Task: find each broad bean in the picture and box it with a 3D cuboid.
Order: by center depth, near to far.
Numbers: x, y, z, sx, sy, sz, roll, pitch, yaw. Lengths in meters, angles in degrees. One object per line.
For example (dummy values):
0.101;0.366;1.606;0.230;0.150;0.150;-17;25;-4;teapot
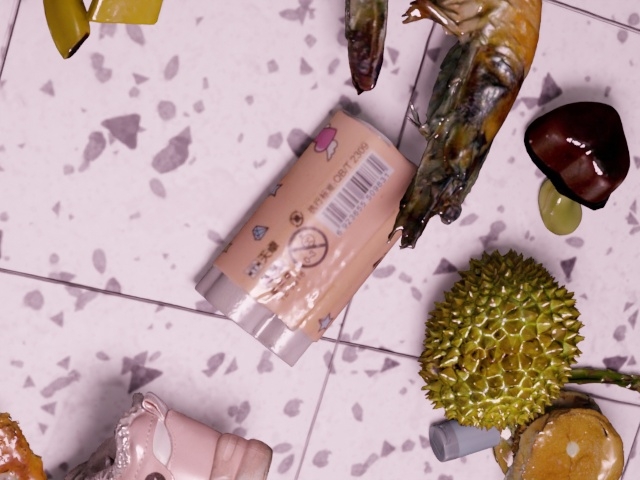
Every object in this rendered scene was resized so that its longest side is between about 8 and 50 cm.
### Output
0.320;-0.044;1.719;0.063;0.045;0.083;-31;119;-24;broad bean

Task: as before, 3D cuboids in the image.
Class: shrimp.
0.131;-0.206;1.537;0.272;0.085;0.445;20;78;-25;shrimp

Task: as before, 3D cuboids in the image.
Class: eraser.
0.000;0.000;1.590;0.171;0.087;0.290;40;86;-22;eraser

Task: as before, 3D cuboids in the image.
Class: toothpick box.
0.194;0.265;1.740;0.083;0.052;0.052;-13;107;-18;toothpick box

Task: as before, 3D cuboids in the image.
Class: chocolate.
0.354;-0.121;1.669;0.125;0.080;0.148;-42;94;-24;chocolate

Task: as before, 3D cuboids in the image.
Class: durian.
0.229;0.138;1.661;0.200;0.176;0.237;26;104;4;durian

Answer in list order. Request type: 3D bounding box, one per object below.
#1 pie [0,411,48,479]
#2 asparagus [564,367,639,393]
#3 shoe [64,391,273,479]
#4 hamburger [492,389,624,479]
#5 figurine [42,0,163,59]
-0.435;0.342;1.512;0.308;0.085;0.308;-5;107;-15;pie
0.387;0.196;1.807;0.236;0.027;0.034;7;105;-22;asparagus
-0.222;0.335;1.550;0.198;0.172;0.351;36;105;-5;shoe
0.318;0.291;1.767;0.185;0.113;0.177;-36;118;0;hamburger
-0.196;-0.336;1.391;0.327;0.169;0.218;-20;104;-16;figurine
